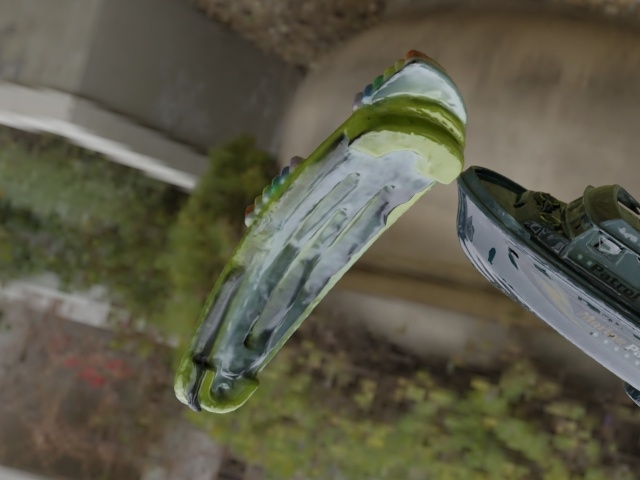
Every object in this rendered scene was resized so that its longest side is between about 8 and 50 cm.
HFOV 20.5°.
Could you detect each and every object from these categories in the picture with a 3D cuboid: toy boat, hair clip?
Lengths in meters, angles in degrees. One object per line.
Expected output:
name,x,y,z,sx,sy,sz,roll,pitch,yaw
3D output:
toy boat,0.226,0.033,1.388,0.296,0.122,0.114,37,-159,-9
hair clip,0.000,0.000,0.714,0.060,0.188,0.033,20,-149,-36
